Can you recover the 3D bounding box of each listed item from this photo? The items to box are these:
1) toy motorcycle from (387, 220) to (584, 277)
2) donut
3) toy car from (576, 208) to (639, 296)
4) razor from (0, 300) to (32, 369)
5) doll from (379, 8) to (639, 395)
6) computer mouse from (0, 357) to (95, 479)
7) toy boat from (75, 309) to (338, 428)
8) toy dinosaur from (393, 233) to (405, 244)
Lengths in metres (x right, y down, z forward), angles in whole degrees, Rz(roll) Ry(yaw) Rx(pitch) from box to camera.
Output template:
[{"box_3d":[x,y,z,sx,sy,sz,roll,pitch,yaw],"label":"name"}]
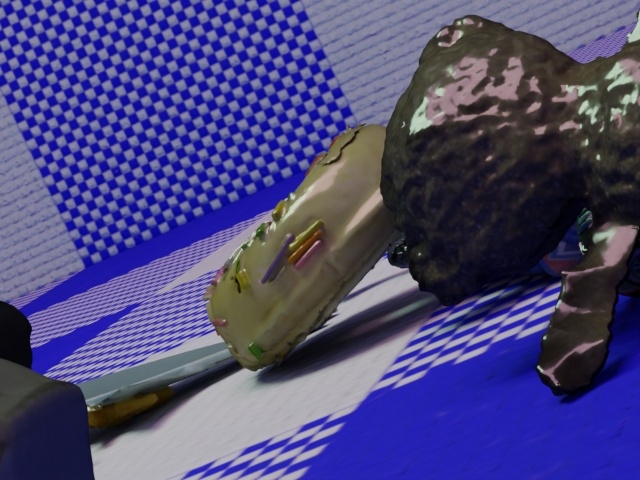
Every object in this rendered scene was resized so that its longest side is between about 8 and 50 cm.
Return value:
[{"box_3d":[0.116,-0.021,1.057,0.114,0.076,0.205,-10,10,29],"label":"toy motorcycle"},{"box_3d":[0.000,0.000,1.129,0.174,0.068,0.174,-47,0,0],"label":"donut"},{"box_3d":[0.176,-0.026,0.849,0.142,0.055,0.069,-30,38,16],"label":"toy car"},{"box_3d":[-0.373,0.139,1.529,0.189,0.107,0.327,-23,6,34],"label":"razor"},{"box_3d":[0.152,-0.050,0.778,0.286,0.203,0.091,-32,-35,24],"label":"doll"},{"box_3d":[-0.276,0.142,0.649,0.429,0.145,0.228,-34,5,-13],"label":"computer mouse"},{"box_3d":[-0.125,0.082,1.207,0.291,0.067,0.220,-24,4,-20],"label":"toy boat"},{"box_3d":[0.123,-0.044,1.269,0.247,0.075,0.188,-34,5,-21],"label":"toy dinosaur"}]
